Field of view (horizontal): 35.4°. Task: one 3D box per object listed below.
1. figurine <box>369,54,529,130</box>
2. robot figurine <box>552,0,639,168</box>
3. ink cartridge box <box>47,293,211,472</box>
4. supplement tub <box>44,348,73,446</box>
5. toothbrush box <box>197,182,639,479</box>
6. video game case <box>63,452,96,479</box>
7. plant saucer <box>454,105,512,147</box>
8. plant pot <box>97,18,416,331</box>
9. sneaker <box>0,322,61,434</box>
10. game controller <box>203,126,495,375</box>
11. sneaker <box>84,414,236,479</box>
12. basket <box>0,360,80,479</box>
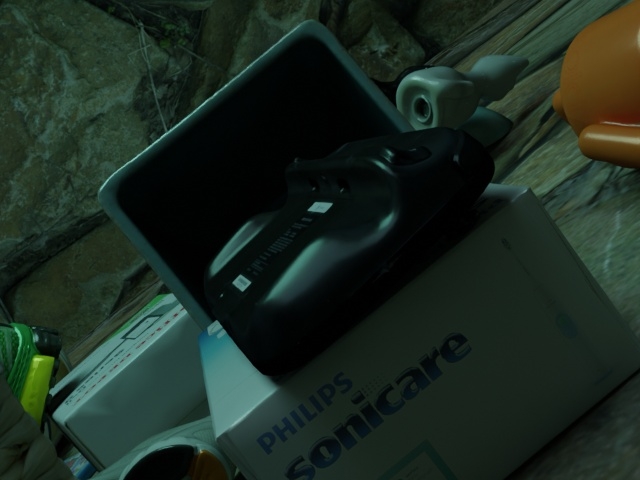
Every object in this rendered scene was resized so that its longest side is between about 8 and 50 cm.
[{"bbox_3d":[0.143,-0.195,1.316,0.215,0.092,0.209,1,23,44],"label":"figurine"},{"bbox_3d":[0.264,-0.122,0.735,0.158,0.128,0.219,-13,-2,-22],"label":"robot figurine"},{"bbox_3d":[-0.189,0.164,1.130,0.211,0.121,0.289,-43,10,-19],"label":"ink cartridge box"},{"bbox_3d":[-0.510,0.266,1.568,0.228,0.228,0.316,-38,9,3],"label":"supplement tub"},{"bbox_3d":[0.041,0.069,0.668,0.216,0.126,0.295,-38,8,-5],"label":"toothbrush box"},{"bbox_3d":[-0.341,0.318,1.321,0.166,0.015,0.119,-31,11,39],"label":"video game case"},{"bbox_3d":[0.158,-0.146,1.346,0.195,0.037,0.195,-17,18,6],"label":"plant saucer"},{"bbox_3d":[-0.019,-0.007,0.960,0.248,0.247,0.252,-40,-8,-5],"label":"plant pot"},{"bbox_3d":[-0.381,0.252,1.062,0.134,0.146,0.344,150,131,-65],"label":"sneaker"},{"bbox_3d":[0.000,0.000,0.637,0.166,0.067,0.319,-52,11,-5],"label":"game controller"},{"bbox_3d":[-0.170,0.233,0.861,0.262,0.099,0.121,-28,4,17],"label":"sneaker"},{"bbox_3d":[-0.265,0.252,0.542,0.328,0.266,0.331,-44,9,-29],"label":"basket"}]
